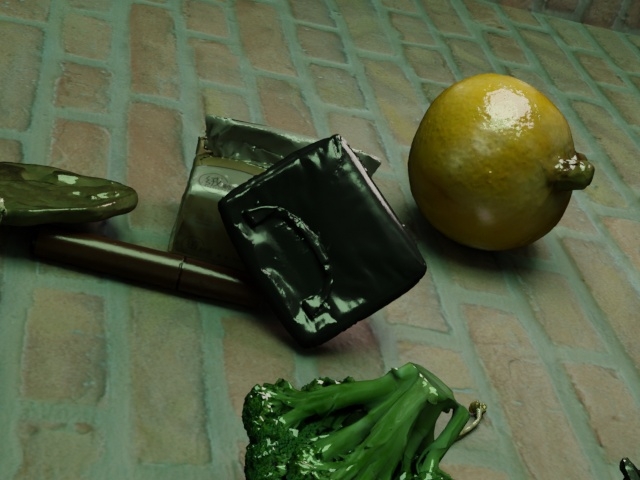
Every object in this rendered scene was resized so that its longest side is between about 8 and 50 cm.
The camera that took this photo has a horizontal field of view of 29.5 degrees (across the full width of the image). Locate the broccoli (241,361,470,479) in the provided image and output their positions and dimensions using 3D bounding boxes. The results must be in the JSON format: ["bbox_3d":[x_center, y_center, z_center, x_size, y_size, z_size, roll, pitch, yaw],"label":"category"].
[{"bbox_3d":[0.056,0.265,1.421,0.308,0.275,0.308,40,12,-10],"label":"broccoli"}]

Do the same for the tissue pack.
[{"bbox_3d":[-0.070,-0.075,1.984,0.306,0.238,0.238,14,28,-6],"label":"tissue pack"}]

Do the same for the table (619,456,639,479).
[{"bbox_3d":[0.491,0.439,1.386,0.335,0.222,0.272,12,30,-13],"label":"table"}]

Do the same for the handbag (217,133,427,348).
[{"bbox_3d":[0.000,0.000,1.847,0.244,0.088,0.275,-31,86,-14],"label":"handbag"}]

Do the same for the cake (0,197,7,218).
[{"bbox_3d":[-0.472,0.056,1.592,0.172,0.158,0.283,-4,36,-38],"label":"cake"}]

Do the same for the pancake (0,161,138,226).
[{"bbox_3d":[-0.440,-0.073,1.899,0.295,0.049,0.294,7,17,-2],"label":"pancake"}]

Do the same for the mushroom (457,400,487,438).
[{"bbox_3d":[0.159,0.283,1.690,0.028,0.025,0.286,16,25,33],"label":"mushroom"}]

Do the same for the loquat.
[{"bbox_3d":[0.336,-0.133,2.212,0.360,0.328,0.328,13,19,40],"label":"loquat"}]

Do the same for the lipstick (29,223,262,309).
[{"bbox_3d":[-0.262,0.039,1.848,0.357,0.057,0.057,13,28,-6],"label":"lipstick"}]
